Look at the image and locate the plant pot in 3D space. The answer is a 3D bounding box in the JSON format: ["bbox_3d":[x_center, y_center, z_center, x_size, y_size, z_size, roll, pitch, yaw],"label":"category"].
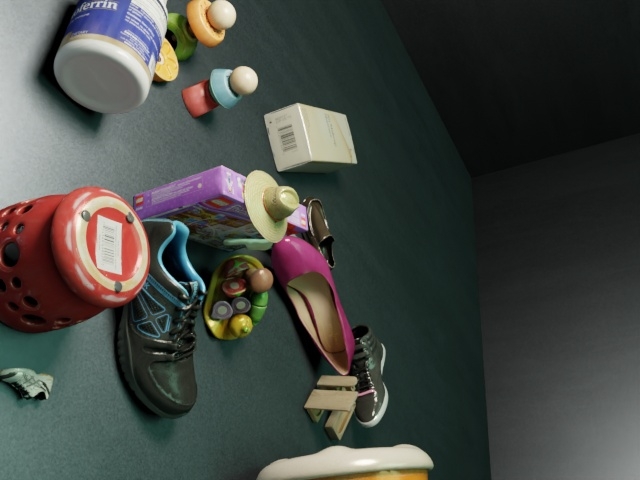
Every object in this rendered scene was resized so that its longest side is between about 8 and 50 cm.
[{"bbox_3d":[-0.348,0.024,0.906,0.191,0.174,0.191,43,41,-53],"label":"plant pot"}]

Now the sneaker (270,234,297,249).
[{"bbox_3d":[-0.074,-0.004,1.583,0.223,0.083,0.098,45,34,-46],"label":"sneaker"}]

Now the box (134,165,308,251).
[{"bbox_3d":[-0.181,-0.051,1.247,0.293,0.201,0.057,23,57,-60],"label":"box"}]

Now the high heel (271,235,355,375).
[{"bbox_3d":[-0.005,0.156,1.541,0.377,0.127,0.181,57,9,-40],"label":"high heel"}]

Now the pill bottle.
[{"bbox_3d":[-0.350,-0.362,1.120,0.153,0.153,0.265,47,37,-46],"label":"pill bottle"}]

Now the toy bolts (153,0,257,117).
[{"bbox_3d":[-0.239,-0.373,1.343,0.228,0.158,0.218,64,28,-24],"label":"toy bolts"}]

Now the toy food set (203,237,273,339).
[{"bbox_3d":[-0.151,0.101,1.282,0.128,0.071,0.218,10,95,-36],"label":"toy food set"}]

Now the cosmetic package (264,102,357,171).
[{"bbox_3d":[-0.020,-0.276,1.796,0.309,0.113,0.160,-13,89,-64],"label":"cosmetic package"}]

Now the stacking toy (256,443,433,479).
[{"bbox_3d":[0.066,0.639,1.194,0.350,0.350,0.480,33,45,-55],"label":"stacking toy"}]

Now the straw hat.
[{"bbox_3d":[-0.073,-0.068,1.173,0.144,0.061,0.144,38,45,-52],"label":"straw hat"}]

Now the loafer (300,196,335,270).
[{"bbox_3d":[0.003,-0.014,1.725,0.080,0.078,0.220,-7,83,-48],"label":"loafer"}]

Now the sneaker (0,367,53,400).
[{"bbox_3d":[-0.398,0.196,0.875,0.083,0.032,0.037,36,46,-52],"label":"sneaker"}]

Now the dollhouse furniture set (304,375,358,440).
[{"bbox_3d":[0.068,0.409,1.585,0.144,0.123,0.151,-56,130,-45],"label":"dollhouse furniture set"}]

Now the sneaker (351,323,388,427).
[{"bbox_3d":[0.110,0.355,1.756,0.147,0.104,0.296,56,26,-32],"label":"sneaker"}]

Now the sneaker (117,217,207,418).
[{"bbox_3d":[-0.257,0.129,1.071,0.125,0.139,0.341,-21,97,-66],"label":"sneaker"}]
